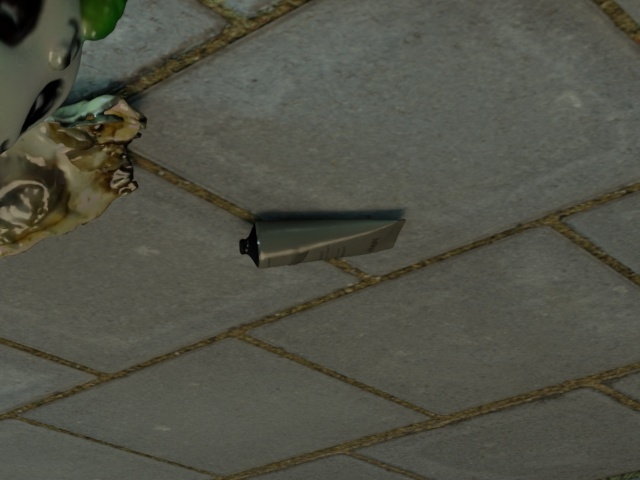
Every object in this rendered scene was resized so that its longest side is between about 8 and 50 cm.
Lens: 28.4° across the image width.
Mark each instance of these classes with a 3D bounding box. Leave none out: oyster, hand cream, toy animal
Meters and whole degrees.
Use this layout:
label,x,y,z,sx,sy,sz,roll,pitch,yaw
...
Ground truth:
label,x,y,z,sx,sy,sz,roll,pitch,yaw
oyster,-0.336,-0.061,1.241,0.354,0.107,0.201,-25,154,-1
hand cream,0.000,0.000,1.442,0.186,0.054,0.087,-4,158,-9
toy animal,-0.231,-0.182,0.836,0.213,0.266,0.212,-4,150,-3
